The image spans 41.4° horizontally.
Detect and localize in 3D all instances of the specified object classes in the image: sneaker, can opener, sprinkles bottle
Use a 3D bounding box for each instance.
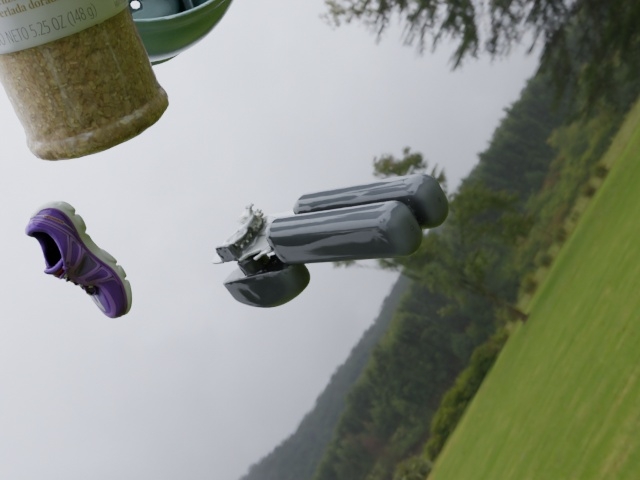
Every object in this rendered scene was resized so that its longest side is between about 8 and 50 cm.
[{"bbox_3d":[-0.299,0.034,1.027,0.068,0.170,0.071,-19,26,37],"label":"sneaker"},{"bbox_3d":[0.000,0.000,0.731,0.074,0.093,0.280,-46,19,-32],"label":"can opener"},{"bbox_3d":[-0.225,-0.237,0.607,0.121,0.121,0.355,-52,-47,-47],"label":"sprinkles bottle"}]

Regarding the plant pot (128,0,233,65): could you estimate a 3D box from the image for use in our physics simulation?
[{"bbox_3d":[-0.241,-0.349,1.097,0.293,0.293,0.196,-59,-2,-23],"label":"plant pot"}]
